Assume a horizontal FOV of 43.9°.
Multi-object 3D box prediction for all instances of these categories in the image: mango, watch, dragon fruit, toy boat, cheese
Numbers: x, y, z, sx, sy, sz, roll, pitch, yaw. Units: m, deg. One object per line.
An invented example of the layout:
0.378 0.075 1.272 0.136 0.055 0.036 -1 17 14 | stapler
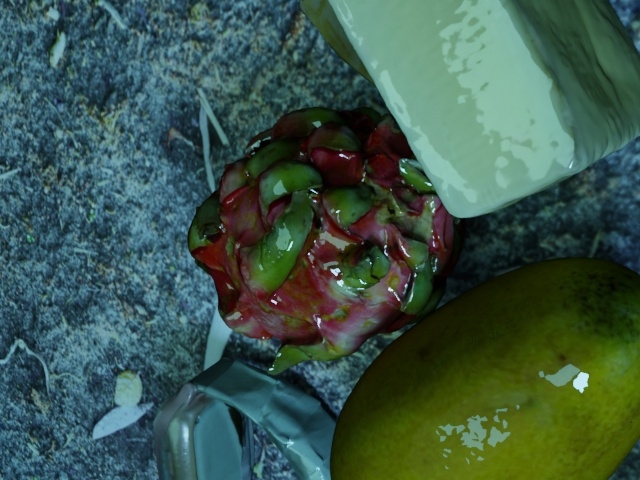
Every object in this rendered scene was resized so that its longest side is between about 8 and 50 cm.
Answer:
0.157 0.151 0.702 0.221 0.264 0.378 49 135 15 | mango
-0.065 0.289 0.993 0.241 0.162 0.253 4 108 28 | watch
-0.002 -0.011 0.797 0.303 0.231 0.237 8 121 45 | dragon fruit
0.056 -0.207 0.787 0.206 0.072 0.064 51 144 25 | toy boat
0.140 -0.160 0.615 0.124 0.265 0.242 -27 88 37 | cheese
